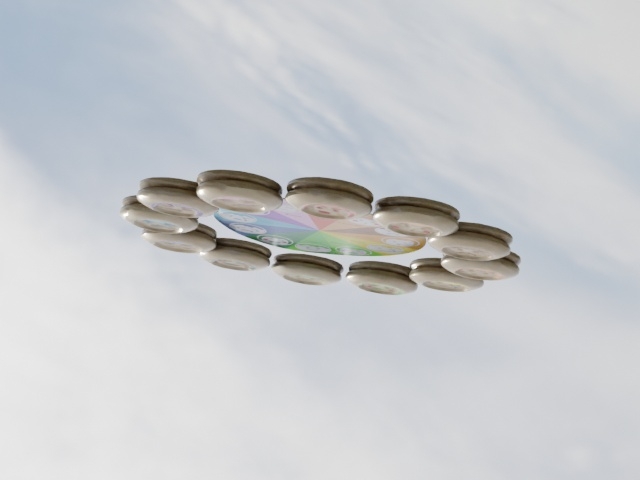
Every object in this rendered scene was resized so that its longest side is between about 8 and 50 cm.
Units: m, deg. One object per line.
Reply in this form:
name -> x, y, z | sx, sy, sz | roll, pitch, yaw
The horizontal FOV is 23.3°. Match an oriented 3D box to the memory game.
memory game -> 0.000, 0.000, 0.709 | 0.186, 0.012, 0.186 | 8, 167, 2
